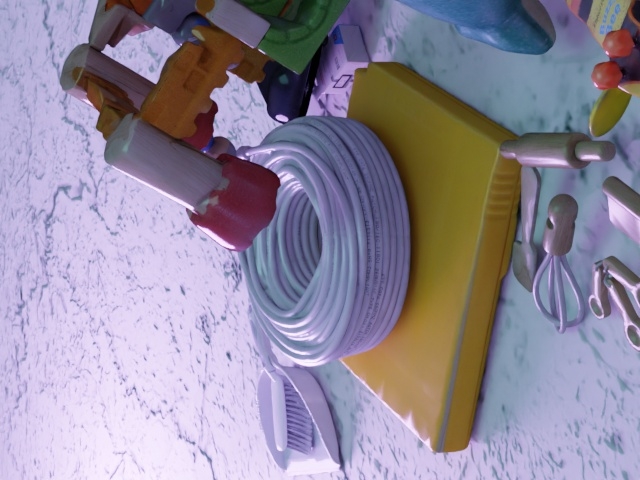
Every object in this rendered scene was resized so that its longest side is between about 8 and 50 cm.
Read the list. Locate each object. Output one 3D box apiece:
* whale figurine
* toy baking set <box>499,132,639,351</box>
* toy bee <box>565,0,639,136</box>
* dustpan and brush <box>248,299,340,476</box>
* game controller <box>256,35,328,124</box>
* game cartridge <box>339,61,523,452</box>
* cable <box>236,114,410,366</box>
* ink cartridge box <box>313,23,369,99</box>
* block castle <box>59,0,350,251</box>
[{"bbox_3d":[0.101,-0.230,1.359,0.216,0.141,0.272,25,162,35],"label":"whale figurine"},{"bbox_3d":[0.210,-0.002,1.413,0.256,0.030,0.197,17,126,64],"label":"toy baking set"},{"bbox_3d":[0.256,-0.161,1.231,0.298,0.162,0.195,26,115,59],"label":"toy bee"},{"bbox_3d":[-0.045,0.169,1.932,0.147,0.060,0.211,-20,76,61],"label":"dustpan and brush"},{"bbox_3d":[-0.066,-0.277,1.898,0.166,0.067,0.319,94,160,-47],"label":"game controller"},{"bbox_3d":[0.093,0.006,1.678,0.285,0.052,0.324,42,126,53],"label":"game cartridge"},{"bbox_3d":[0.000,0.000,1.705,0.257,0.089,0.257,-25,71,59],"label":"cable"},{"bbox_3d":[0.019,-0.192,1.806,0.083,0.028,0.048,-48,50,53],"label":"ink cartridge box"},{"bbox_3d":[-0.034,-0.239,1.594,0.453,0.213,0.303,-56,30,8],"label":"block castle"}]
